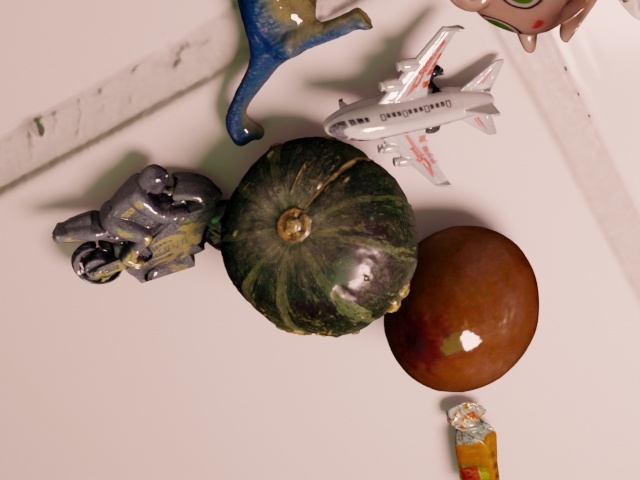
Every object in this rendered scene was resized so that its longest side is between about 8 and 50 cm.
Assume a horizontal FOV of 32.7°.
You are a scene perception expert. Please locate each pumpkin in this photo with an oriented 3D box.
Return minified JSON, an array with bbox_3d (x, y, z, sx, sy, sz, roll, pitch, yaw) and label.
[{"bbox_3d":[-0.001,-0.001,1.008,0.190,0.190,0.146,-34,147,21],"label":"pumpkin"}]

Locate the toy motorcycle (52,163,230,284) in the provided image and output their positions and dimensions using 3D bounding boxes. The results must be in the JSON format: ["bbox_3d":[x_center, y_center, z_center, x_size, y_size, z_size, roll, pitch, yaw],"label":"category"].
[{"bbox_3d":[-0.165,-0.019,1.065,0.193,0.061,0.124,-14,129,3],"label":"toy motorcycle"}]

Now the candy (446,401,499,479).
[{"bbox_3d":[0.179,0.253,1.255,0.053,0.046,0.182,-6,119,9],"label":"candy"}]

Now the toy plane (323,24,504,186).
[{"bbox_3d":[0.084,-0.118,0.987,0.171,0.065,0.162,-6,125,-9],"label":"toy plane"}]

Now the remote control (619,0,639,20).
[{"bbox_3d":[0.300,-0.273,0.838,0.073,0.044,0.229,41,82,-30],"label":"remote control"}]

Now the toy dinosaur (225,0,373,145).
[{"bbox_3d":[-0.070,-0.205,0.935,0.188,0.075,0.247,-28,126,23],"label":"toy dinosaur"}]

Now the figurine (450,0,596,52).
[{"bbox_3d":[0.166,-0.224,0.884,0.138,0.125,0.125,29,121,-1],"label":"figurine"}]

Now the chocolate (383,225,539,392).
[{"bbox_3d":[0.128,0.070,1.053,0.177,0.176,0.176,0,124,1],"label":"chocolate"}]
